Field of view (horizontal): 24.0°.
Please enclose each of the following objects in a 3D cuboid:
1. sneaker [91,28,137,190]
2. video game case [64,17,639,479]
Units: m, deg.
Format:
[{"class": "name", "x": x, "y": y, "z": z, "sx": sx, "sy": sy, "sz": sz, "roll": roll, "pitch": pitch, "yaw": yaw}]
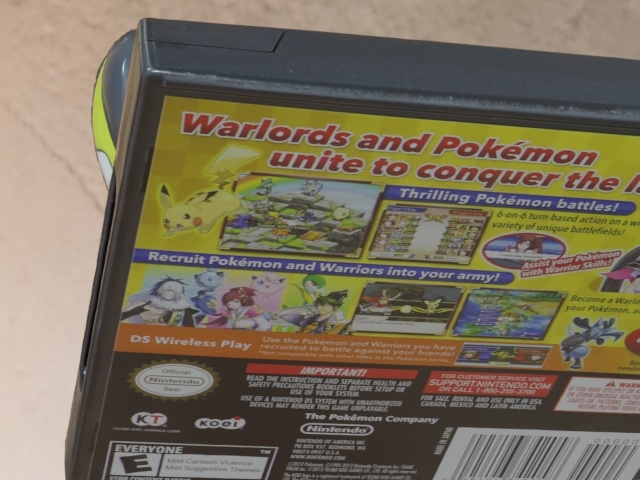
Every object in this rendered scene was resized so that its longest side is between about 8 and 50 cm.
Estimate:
[{"class": "sneaker", "x": 0.000, "y": 0.000, "z": 0.787, "sx": 0.300, "sy": 0.111, "sz": 0.121, "roll": 49, "pitch": 143, "yaw": 0}, {"class": "video game case", "x": 0.047, "y": 0.025, "z": 0.606, "sx": 0.248, "sy": 0.275, "sz": 0.035, "roll": 108, "pitch": 160, "yaw": -46}]
